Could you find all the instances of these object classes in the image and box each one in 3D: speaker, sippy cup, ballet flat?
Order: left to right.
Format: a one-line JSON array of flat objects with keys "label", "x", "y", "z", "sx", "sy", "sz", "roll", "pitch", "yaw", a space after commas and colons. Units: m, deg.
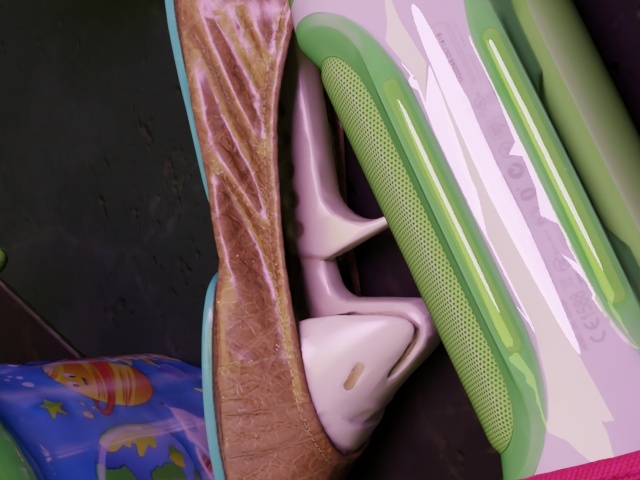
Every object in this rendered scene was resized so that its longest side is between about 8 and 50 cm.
[{"label": "sippy cup", "x": -0.151, "y": 0.163, "z": 0.904, "sx": 0.240, "sy": 0.224, "sz": 0.305, "roll": 10, "pitch": 105, "yaw": 40}, {"label": "ballet flat", "x": 0.000, "y": 0.000, "z": 0.830, "sx": 0.124, "sy": 0.116, "sz": 0.342, "roll": -4, "pitch": 92, "yaw": 23}, {"label": "speaker", "x": 0.091, "y": -0.015, "z": 0.713, "sx": 0.131, "sy": 0.131, "sz": 0.296, "roll": -34, "pitch": 75, "yaw": 41}]

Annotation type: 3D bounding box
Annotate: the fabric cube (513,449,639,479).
[{"label": "fabric cube", "x": 0.238, "y": 0.167, "z": 0.496, "sx": 0.254, "sy": 0.259, "sz": 0.258, "roll": -23, "pitch": 75, "yaw": 49}]
